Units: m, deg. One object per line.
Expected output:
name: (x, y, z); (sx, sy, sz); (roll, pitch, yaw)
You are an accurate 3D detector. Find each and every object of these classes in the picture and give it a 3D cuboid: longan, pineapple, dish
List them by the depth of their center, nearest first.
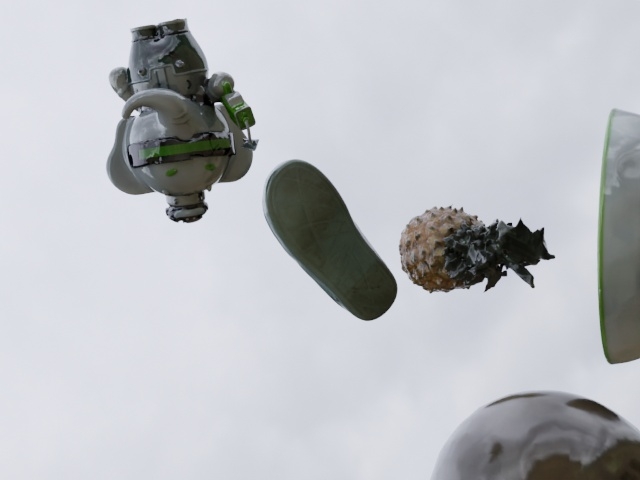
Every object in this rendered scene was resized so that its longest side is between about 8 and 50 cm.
longan: (0.246, 0.280, 1.484); (0.258, 0.258, 0.258); (-38, -25, -21)
dish: (0.425, -0.005, 1.720); (0.324, 0.124, 0.324); (1, -90, -73)
pineapple: (0.204, 0.012, 1.832); (0.128, 0.128, 0.248); (-38, 16, -21)

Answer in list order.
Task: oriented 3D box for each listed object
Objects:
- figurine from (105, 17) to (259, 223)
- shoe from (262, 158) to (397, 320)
figurine: (-0.137, -0.111, 1.303); (0.147, 0.192, 0.126); (-10, 9, -4)
shoe: (0.000, 0.000, 1.372); (0.079, 0.078, 0.195); (-47, -66, -13)
